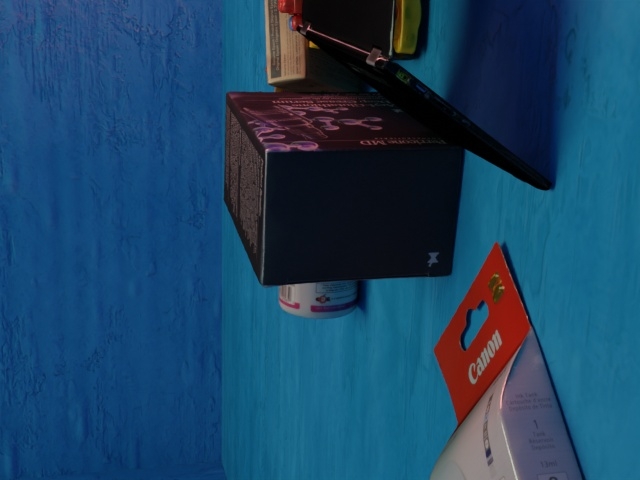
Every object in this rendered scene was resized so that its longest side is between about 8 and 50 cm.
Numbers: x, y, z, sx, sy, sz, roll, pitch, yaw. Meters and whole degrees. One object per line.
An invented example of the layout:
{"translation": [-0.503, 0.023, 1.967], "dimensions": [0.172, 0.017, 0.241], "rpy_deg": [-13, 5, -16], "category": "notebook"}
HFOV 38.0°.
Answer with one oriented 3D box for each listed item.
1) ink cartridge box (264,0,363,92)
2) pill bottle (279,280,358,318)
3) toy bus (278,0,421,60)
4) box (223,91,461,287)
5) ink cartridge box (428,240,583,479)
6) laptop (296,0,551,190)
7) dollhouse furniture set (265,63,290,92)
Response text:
{"translation": [-0.009, -0.369, 1.729], "dimensions": [0.235, 0.088, 0.193], "rpy_deg": [4, -98, -61], "category": "ink cartridge box"}
{"translation": [0.000, 0.000, 1.851], "dimensions": [0.160, 0.160, 0.283], "rpy_deg": [-131, 42, -69], "category": "pill bottle"}
{"translation": [0.043, -0.373, 1.526], "dimensions": [0.220, 0.212, 0.149], "rpy_deg": [-144, 55, -71], "category": "toy bus"}
{"translation": [0.014, -0.101, 1.502], "dimensions": [0.395, 0.294, 0.212], "rpy_deg": [-124, 34, -64], "category": "box"}
{"translation": [0.202, 0.242, 1.212], "dimensions": [0.308, 0.091, 0.385], "rpy_deg": [108, 155, -53], "category": "ink cartridge box"}
{"translation": [0.123, -0.304, 1.156], "dimensions": [0.236, 0.408, 0.382], "rpy_deg": [-54, 23, 7], "category": "laptop"}
{"translation": [-0.029, -0.408, 2.033], "dimensions": [0.201, 0.152, 0.374], "rpy_deg": [106, 175, -53], "category": "dollhouse furniture set"}
